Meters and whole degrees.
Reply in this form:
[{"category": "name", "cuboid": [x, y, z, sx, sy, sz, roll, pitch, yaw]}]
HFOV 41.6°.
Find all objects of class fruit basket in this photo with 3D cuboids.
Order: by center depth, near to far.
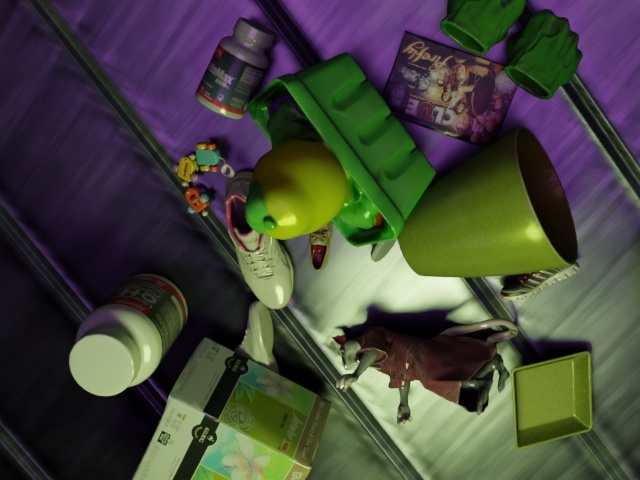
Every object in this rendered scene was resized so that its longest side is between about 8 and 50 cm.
[{"category": "fruit basket", "cuboid": [-0.012, -0.124, 1.580, 0.391, 0.283, 0.392, 2, 85, -19]}]

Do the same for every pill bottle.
[{"category": "pill bottle", "cuboid": [-0.165, -0.343, 1.670, 0.108, 0.108, 0.180, 28, 107, -1]}, {"category": "pill bottle", "cuboid": [-0.398, 0.196, 1.746, 0.176, 0.318, 0.176, 2, 106, 6]}]

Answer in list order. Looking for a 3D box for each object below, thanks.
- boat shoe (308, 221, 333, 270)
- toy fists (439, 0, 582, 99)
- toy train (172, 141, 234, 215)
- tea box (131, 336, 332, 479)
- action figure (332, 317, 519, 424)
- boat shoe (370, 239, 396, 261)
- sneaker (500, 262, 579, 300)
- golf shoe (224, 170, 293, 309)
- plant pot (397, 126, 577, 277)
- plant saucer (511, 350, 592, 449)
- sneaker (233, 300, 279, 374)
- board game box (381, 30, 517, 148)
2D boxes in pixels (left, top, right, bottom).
[{"category": "boat shoe", "cuboid": [0.000, 0.000, 1.781, 0.050, 0.045, 0.135, 1, 106, 7]}, {"category": "toy fists", "cuboid": [0.362, -0.391, 1.582, 0.279, 0.096, 0.142, 34, 85, -2]}, {"category": "toy train", "cuboid": [-0.239, -0.135, 1.762, 0.125, 0.046, 0.166, 51, 127, 2]}, {"category": "tea box", "cuboid": [-0.197, 0.450, 1.816, 0.323, 0.220, 0.329, 26, 121, -1]}, {"category": "action figure", "cuboid": [0.190, 0.236, 1.751, 0.370, 0.248, 0.276, 15, 74, 28]}, {"category": "boat shoe", "cuboid": [0.139, -0.021, 1.761, 0.040, 0.049, 0.142, 40, 112, 30]}, {"category": "sneaker", "cuboid": [0.441, 0.063, 1.735, 0.170, 0.063, 0.075, -27, 101, 9]}, {"category": "golf shoe", "cuboid": [-0.138, 0.015, 1.756, 0.115, 0.140, 0.306, -16, 105, 10]}, {"category": "plant pot", "cuboid": [0.305, -0.037, 1.638, 0.293, 0.275, 0.275, -22, 103, 28]}, {"category": "plant saucer", "cuboid": [0.483, 0.331, 1.789, 0.188, 0.045, 0.189, -10, 106, -15]}, {"category": "sneaker", "cuboid": [-0.153, 0.235, 1.857, 0.094, 0.080, 0.212, 0, 108, 18]}, {"category": "board game box", "cuboid": [0.253, -0.295, 1.664, 0.243, 0.042, 0.165, 19, 108, 2]}]
